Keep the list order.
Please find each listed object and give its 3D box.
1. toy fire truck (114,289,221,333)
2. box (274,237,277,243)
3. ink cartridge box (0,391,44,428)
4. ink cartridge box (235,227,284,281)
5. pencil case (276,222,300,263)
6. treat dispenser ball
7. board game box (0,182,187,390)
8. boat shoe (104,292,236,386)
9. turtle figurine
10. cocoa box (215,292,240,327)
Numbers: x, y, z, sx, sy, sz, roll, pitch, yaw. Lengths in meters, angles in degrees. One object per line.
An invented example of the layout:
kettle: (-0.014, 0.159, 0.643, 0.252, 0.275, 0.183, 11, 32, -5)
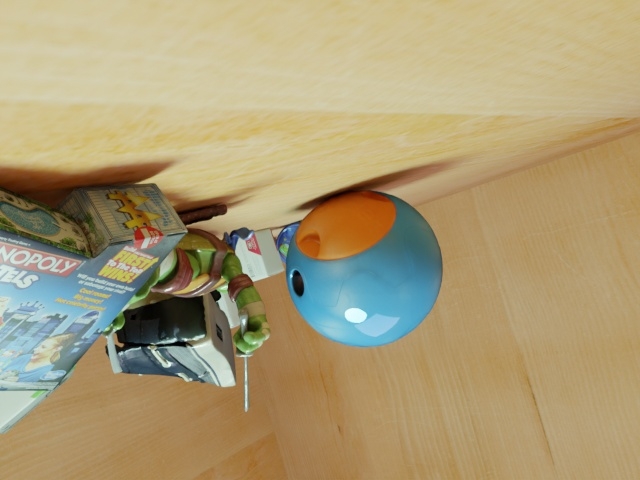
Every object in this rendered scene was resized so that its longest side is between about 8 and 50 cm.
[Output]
toy fire truck: (-0.288, 0.080, 1.010, 0.216, 0.159, 0.246, -17, -170, -5)
box: (-0.202, 0.045, 1.663, 0.137, 0.072, 0.126, -18, 179, 6)
ink cartridge box: (-0.675, 0.323, 1.201, 0.198, 0.115, 0.273, -44, -176, -31)
ink cartridge box: (-0.173, 0.044, 1.272, 0.150, 0.109, 0.063, -18, 180, 40)
pencil case: (0.000, 0.000, 1.427, 0.133, 0.120, 0.306, -29, 174, 23)
treat dispenser ball: (0.079, 0.051, 0.981, 0.287, 0.289, 0.288, -17, 178, 0)
board game box: (-0.203, 0.023, 0.373, 0.194, 0.060, 0.194, -41, 157, 3)
boat shoe: (-0.237, 0.176, 0.885, 0.157, 0.127, 0.341, -9, 152, -4)
turtle figurine: (-0.169, 0.086, 0.582, 0.275, 0.197, 0.266, -56, 157, -1)
cocoa box: (-0.411, 0.195, 1.744, 0.346, 0.232, 0.228, -18, 179, 19)
